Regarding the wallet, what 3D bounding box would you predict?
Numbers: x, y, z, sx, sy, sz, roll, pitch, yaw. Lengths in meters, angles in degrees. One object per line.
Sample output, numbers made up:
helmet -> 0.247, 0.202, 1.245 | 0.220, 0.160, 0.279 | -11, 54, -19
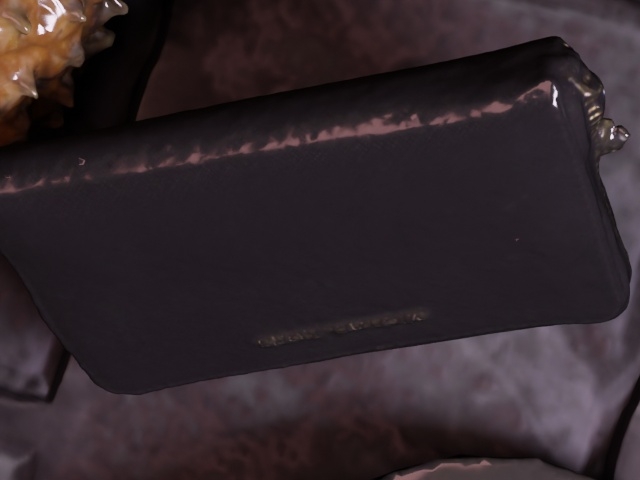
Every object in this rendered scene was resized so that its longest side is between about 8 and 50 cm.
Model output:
wallet -> 0.000, 0.000, 0.636 | 0.250, 0.149, 0.044 | -9, 47, 15

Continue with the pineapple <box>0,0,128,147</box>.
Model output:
pineapple -> -0.103, -0.144, 0.664 | 0.340, 0.169, 0.169 | -36, 80, 7

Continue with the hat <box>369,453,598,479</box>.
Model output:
hat -> 0.003, 0.278, 0.636 | 0.382, 0.257, 0.366 | -17, 51, -15
